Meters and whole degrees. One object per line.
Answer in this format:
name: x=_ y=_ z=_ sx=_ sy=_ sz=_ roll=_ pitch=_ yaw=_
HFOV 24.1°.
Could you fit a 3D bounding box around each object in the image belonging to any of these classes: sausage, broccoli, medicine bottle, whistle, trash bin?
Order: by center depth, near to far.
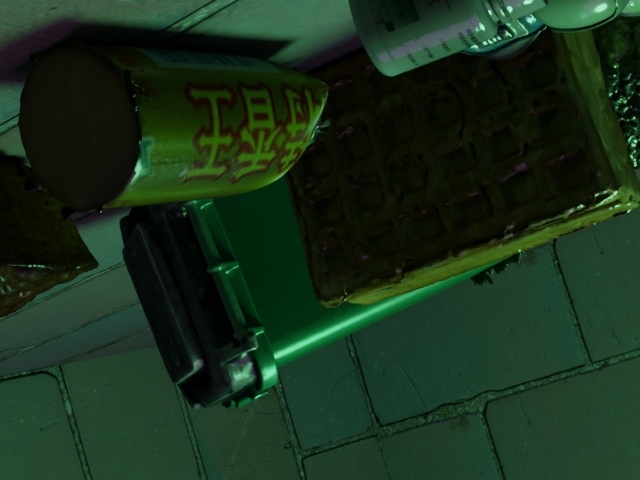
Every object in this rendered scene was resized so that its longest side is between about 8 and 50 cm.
medicine bottle: x=0.092 y=-0.176 z=1.077 sx=0.130 sy=0.080 sz=0.080 roll=-20 pitch=172 yaw=18
sausage: x=-0.090 y=-0.085 z=1.169 sx=0.317 sy=0.117 sz=0.125 roll=-5 pitch=127 yaw=-56
whistle: x=0.145 y=-0.186 z=1.171 sx=0.235 sy=0.077 sz=0.114 roll=-15 pitch=145 yaw=34
broccoli: x=0.290 y=-0.153 z=1.372 sx=0.176 sy=0.198 sz=0.226 roll=-56 pitch=-172 yaw=21
trash bin: x=0.000 y=0.000 z=1.599 sx=0.381 sy=0.259 sz=0.295 roll=-22 pitch=174 yaw=-17

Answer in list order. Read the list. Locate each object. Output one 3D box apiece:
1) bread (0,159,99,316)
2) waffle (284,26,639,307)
bread: x=-0.335 y=0.013 z=1.301 sx=0.232 sy=0.135 sz=0.246 roll=-19 pitch=173 yaw=19
waffle: x=0.110 y=-0.081 z=1.307 sx=0.308 sy=0.213 sz=0.091 roll=-20 pitch=170 yaw=32
